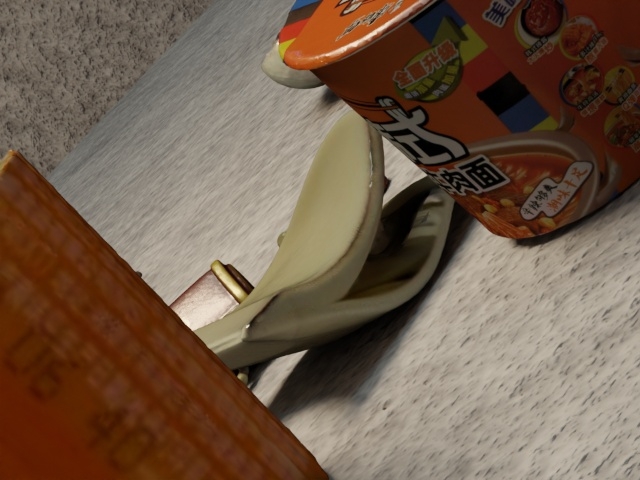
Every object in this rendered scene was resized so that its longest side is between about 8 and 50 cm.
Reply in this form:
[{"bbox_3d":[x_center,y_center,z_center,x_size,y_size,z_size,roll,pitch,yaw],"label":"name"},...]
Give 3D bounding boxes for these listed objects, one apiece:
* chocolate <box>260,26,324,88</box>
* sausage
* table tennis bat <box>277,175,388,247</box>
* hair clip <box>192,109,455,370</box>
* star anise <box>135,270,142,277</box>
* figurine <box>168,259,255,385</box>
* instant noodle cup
[{"bbox_3d":[0.067,-0.271,2.228,0.303,0.100,0.185,-39,2,10],"label":"chocolate"},{"bbox_3d":[-0.168,0.122,1.200,0.233,0.287,0.233,-40,13,11],"label":"sausage"},{"bbox_3d":[0.007,-0.019,1.771,0.156,0.013,0.087,-24,25,53],"label":"table tennis bat"},{"bbox_3d":[0.010,0.017,1.445,0.172,0.113,0.282,-27,25,54],"label":"hair clip"},{"bbox_3d":[-0.292,0.104,2.135,0.209,0.089,0.231,-47,-2,21],"label":"star anise"},{"bbox_3d":[-0.095,0.104,1.568,0.154,0.082,0.098,-44,31,-2],"label":"figurine"},{"bbox_3d":[0.125,-0.136,1.296,0.250,0.192,0.250,-36,22,17],"label":"instant noodle cup"}]
